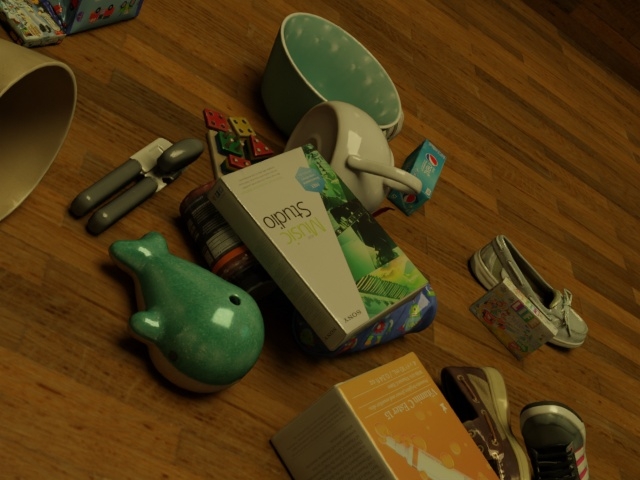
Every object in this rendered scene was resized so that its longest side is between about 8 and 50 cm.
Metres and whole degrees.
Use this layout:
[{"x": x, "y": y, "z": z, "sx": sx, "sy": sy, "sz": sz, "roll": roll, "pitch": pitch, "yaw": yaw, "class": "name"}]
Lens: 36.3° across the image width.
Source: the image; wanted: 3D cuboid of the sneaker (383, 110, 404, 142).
[{"x": 0.137, "y": -0.267, "z": 2.185, "sx": 0.111, "sy": 0.103, "sz": 0.252, "roll": 31, "pitch": 37, "yaw": -18, "class": "sneaker"}]

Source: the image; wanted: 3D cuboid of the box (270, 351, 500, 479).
[{"x": 0.126, "y": 0.370, "z": 1.441, "sx": 0.215, "sy": 0.168, "sz": 0.345, "roll": -14, "pitch": 66, "yaw": -53, "class": "box"}]

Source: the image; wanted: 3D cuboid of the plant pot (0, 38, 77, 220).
[{"x": -0.515, "y": -0.189, "z": 1.299, "sx": 0.274, "sy": 0.256, "sz": 0.256, "roll": 31, "pitch": 33, "yaw": 6, "class": "plant pot"}]

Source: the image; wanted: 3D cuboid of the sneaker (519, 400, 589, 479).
[{"x": 0.407, "y": 0.420, "z": 1.677, "sx": 0.178, "sy": 0.124, "sz": 0.295, "roll": -84, "pitch": 155, "yaw": -43, "class": "sneaker"}]

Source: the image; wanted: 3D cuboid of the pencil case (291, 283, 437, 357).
[{"x": 0.083, "y": 0.120, "z": 1.695, "sx": 0.119, "sy": 0.133, "sz": 0.306, "roll": 37, "pitch": 26, "yaw": 29, "class": "pencil case"}]

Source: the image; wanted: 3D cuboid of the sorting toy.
[{"x": -0.139, "y": -0.154, "z": 1.818, "sx": 0.132, "sy": 0.046, "sz": 0.274, "roll": 18, "pitch": 42, "yaw": -36, "class": "sorting toy"}]

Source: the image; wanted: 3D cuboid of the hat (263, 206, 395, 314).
[{"x": -0.010, "y": 0.000, "z": 1.668, "sx": 0.173, "sy": 0.183, "sz": 0.208, "roll": 39, "pitch": 34, "yaw": -13, "class": "hat"}]

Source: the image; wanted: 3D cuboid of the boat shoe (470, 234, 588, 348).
[{"x": 0.475, "y": 0.116, "z": 2.147, "sx": 0.320, "sy": 0.103, "sz": 0.118, "roll": 41, "pitch": 34, "yaw": -7, "class": "boat shoe"}]

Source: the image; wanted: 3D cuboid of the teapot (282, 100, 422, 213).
[{"x": 0.053, "y": -0.127, "z": 1.813, "sx": 0.187, "sy": 0.252, "sz": 0.256, "roll": 20, "pitch": 40, "yaw": -28, "class": "teapot"}]

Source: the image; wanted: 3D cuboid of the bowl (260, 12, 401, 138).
[{"x": 0.000, "y": -0.302, "z": 2.019, "sx": 0.311, "sy": 0.163, "sz": 0.311, "roll": 28, "pitch": 38, "yaw": -24, "class": "bowl"}]

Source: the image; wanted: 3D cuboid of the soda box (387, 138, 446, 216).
[{"x": 0.217, "y": -0.142, "z": 2.168, "sx": 0.067, "sy": 0.071, "sz": 0.210, "roll": 42, "pitch": 34, "yaw": -8, "class": "soda box"}]

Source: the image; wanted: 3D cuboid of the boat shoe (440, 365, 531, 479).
[{"x": 0.268, "y": 0.355, "z": 1.675, "sx": 0.123, "sy": 0.123, "sz": 0.342, "roll": 12, "pitch": 45, "yaw": -16, "class": "boat shoe"}]

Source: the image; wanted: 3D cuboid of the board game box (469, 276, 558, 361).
[{"x": 0.398, "y": 0.163, "z": 2.013, "sx": 0.154, "sy": 0.103, "sz": 0.026, "roll": 45, "pitch": 33, "yaw": 0, "class": "board game box"}]

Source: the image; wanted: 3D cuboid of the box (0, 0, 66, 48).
[{"x": -0.515, "y": -0.391, "z": 1.676, "sx": 0.137, "sy": 0.027, "sz": 0.094, "roll": 52, "pitch": 35, "yaw": 8, "class": "box"}]

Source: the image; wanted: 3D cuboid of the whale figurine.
[{"x": -0.190, "y": 0.086, "z": 1.422, "sx": 0.272, "sy": 0.141, "sz": 0.216, "roll": 54, "pitch": 35, "yaw": 13, "class": "whale figurine"}]

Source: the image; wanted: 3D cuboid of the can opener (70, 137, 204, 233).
[{"x": -0.292, "y": -0.105, "z": 1.568, "sx": 0.074, "sy": 0.093, "sz": 0.280, "roll": 45, "pitch": 38, "yaw": -2, "class": "can opener"}]

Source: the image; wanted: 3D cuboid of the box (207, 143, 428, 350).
[{"x": 0.000, "y": 0.000, "z": 1.575, "sx": 0.322, "sy": 0.058, "sz": 0.232, "roll": 51, "pitch": 43, "yaw": 11, "class": "box"}]

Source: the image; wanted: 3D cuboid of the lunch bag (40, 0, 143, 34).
[{"x": -0.364, "y": -0.529, "z": 1.744, "sx": 0.138, "sy": 0.293, "sz": 0.221, "roll": 48, "pitch": 33, "yaw": 2, "class": "lunch bag"}]

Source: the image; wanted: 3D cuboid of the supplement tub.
[{"x": -0.145, "y": 0.005, "z": 1.591, "sx": 0.106, "sy": 0.106, "sz": 0.198, "roll": -6, "pitch": 60, "yaw": -50, "class": "supplement tub"}]
